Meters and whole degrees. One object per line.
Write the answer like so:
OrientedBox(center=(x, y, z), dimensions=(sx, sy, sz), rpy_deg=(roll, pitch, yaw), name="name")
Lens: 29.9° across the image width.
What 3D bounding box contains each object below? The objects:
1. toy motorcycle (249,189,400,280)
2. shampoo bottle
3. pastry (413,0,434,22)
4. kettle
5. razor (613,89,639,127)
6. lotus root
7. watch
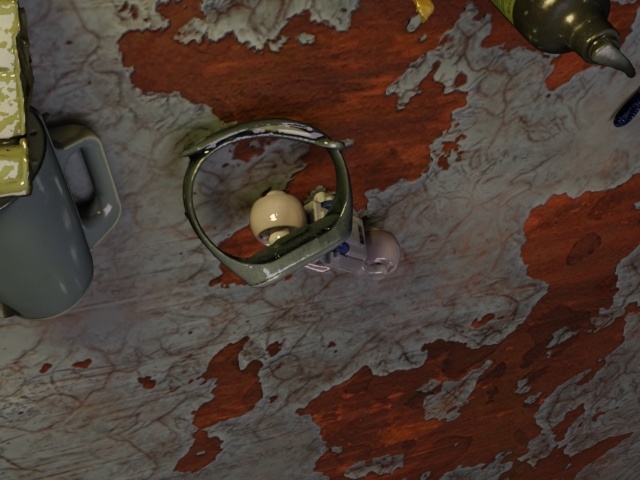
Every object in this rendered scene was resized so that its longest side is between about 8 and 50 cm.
OrientedBox(center=(0.000, 0.000, 1.576), dimensions=(0.254, 0.112, 0.112), rpy_deg=(20, 119, -43), name="toy motorcycle")
OrientedBox(center=(0.238, -0.270, 1.283), dimensions=(0.101, 0.284, 0.101), rpy_deg=(-17, 138, -16), name="shampoo bottle")
OrientedBox(center=(0.104, -0.349, 1.218), dimensions=(0.154, 0.102, 0.250), rpy_deg=(0, 137, -3), name="pastry")
OrientedBox(center=(-0.317, -0.040, 1.298), dimensions=(0.210, 0.160, 0.243), rpy_deg=(-52, 154, -21), name="kettle")
OrientedBox(center=(0.468, -0.220, 1.691), dimensions=(0.028, 0.044, 0.154), rpy_deg=(-20, 150, -57), name="razor")
OrientedBox(center=(-0.330, -0.159, 1.117), dimensions=(0.119, 0.138, 0.235), rpy_deg=(-3, 100, -10), name="lotus root")
OrientedBox(center=(-0.058, -0.057, 1.426), dimensions=(0.206, 0.068, 0.193), rpy_deg=(-29, 106, -11), name="watch")
